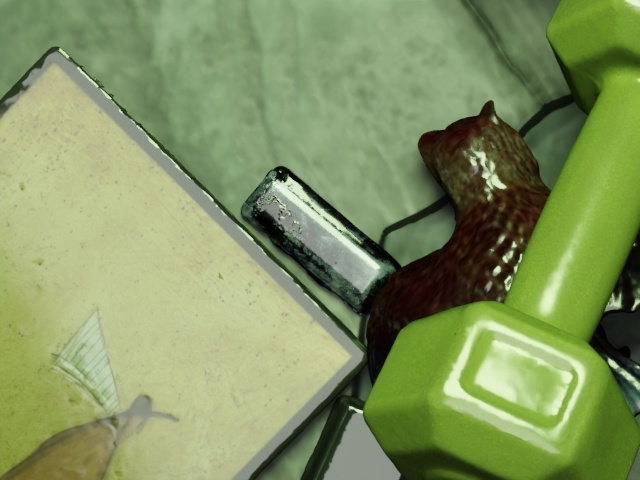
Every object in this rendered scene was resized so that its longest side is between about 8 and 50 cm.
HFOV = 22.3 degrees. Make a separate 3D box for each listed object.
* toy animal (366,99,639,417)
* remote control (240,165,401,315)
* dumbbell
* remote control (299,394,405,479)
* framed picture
[{"bbox_3d":[0.110,0.014,0.855,0.218,0.116,0.179,-26,88,10],"label":"toy animal"},{"bbox_3d":[0.000,0.000,0.915,0.096,0.014,0.039,41,93,5],"label":"remote control"},{"bbox_3d":[0.127,-0.008,0.769,0.121,0.108,0.302,23,64,8],"label":"dumbbell"},{"bbox_3d":[-0.012,0.207,0.909,0.063,0.025,0.245,23,91,8],"label":"remote control"},{"bbox_3d":[-0.176,0.097,0.923,0.255,0.014,0.339,45,94,3],"label":"framed picture"}]
